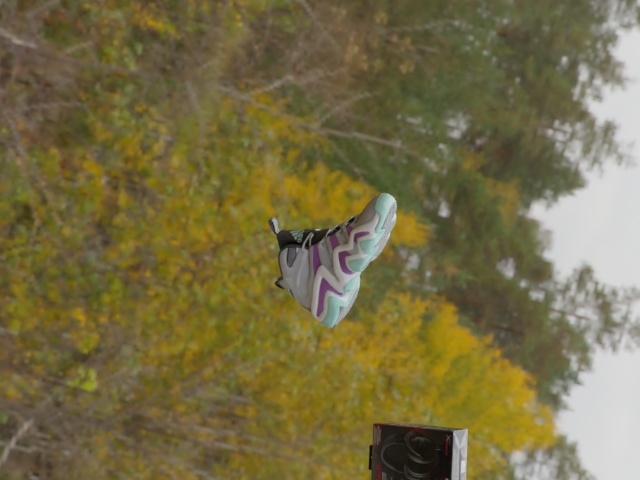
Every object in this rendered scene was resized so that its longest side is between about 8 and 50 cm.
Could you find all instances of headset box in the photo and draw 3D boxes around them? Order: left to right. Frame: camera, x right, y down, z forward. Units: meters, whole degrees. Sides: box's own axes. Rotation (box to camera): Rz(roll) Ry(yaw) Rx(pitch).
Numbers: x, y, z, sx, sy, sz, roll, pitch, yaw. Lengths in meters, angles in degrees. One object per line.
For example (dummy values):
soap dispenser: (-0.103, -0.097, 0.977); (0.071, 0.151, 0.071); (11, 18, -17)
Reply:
headset box: (0.078, 0.185, 0.929); (0.032, 0.083, 0.062); (9, 83, -60)

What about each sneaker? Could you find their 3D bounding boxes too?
sneaker: (0.000, 0.000, 0.676); (0.098, 0.069, 0.038); (-62, 168, 28)
